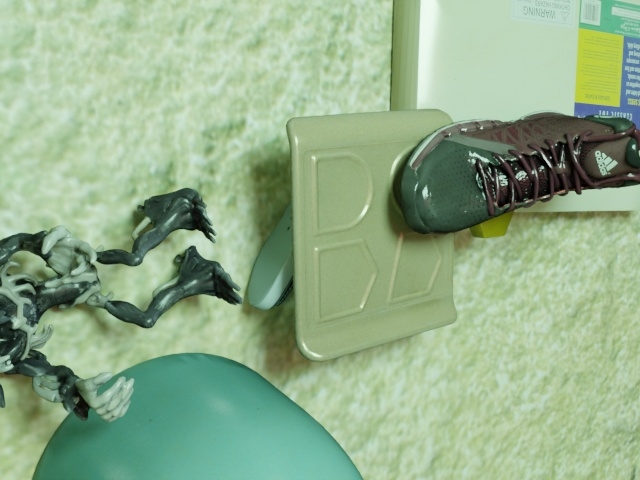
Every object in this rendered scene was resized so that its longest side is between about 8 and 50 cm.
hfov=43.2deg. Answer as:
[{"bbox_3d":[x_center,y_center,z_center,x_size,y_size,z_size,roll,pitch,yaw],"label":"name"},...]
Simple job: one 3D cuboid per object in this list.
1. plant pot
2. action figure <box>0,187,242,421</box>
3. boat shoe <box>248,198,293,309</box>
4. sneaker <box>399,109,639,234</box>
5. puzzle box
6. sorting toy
[{"bbox_3d":[-0.081,0.267,0.702,0.292,0.235,0.293,-4,97,-31],"label":"plant pot"},{"bbox_3d":[-0.203,0.053,0.664,0.275,0.141,0.164,-27,119,-28],"label":"action figure"},{"bbox_3d":[0.000,0.000,0.823,0.083,0.065,0.183,33,77,-28],"label":"boat shoe"},{"bbox_3d":[0.220,-0.078,0.799,0.281,0.162,0.107,-25,109,-35],"label":"sneaker"},{"bbox_3d":[0.261,-0.168,0.974,0.408,0.052,0.272,-1,95,-31],"label":"puzzle box"},{"bbox_3d":[0.091,-0.019,0.835,0.307,0.041,0.229,-10,101,-37],"label":"sorting toy"}]
